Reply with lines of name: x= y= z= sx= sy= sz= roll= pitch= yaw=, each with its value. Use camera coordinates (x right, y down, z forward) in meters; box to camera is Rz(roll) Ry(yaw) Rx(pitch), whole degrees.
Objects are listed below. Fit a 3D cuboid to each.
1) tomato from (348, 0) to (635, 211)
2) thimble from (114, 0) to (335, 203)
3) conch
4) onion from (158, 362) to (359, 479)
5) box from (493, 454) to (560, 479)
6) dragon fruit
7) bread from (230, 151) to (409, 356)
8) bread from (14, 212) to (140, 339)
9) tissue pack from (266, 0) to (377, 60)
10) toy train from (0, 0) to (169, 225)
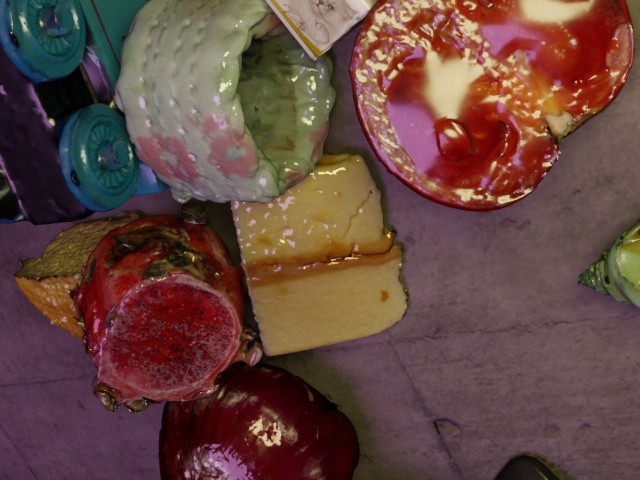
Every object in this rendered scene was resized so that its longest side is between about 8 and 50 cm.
tomato: x=0.136 y=-0.151 z=0.860 sx=0.200 sy=0.139 sz=0.233 roll=43 pitch=104 yaw=-7
thimble: x=-0.091 y=-0.137 z=1.002 sx=0.149 sy=0.185 sz=0.211 roll=8 pitch=101 yaw=32
conch: x=0.315 y=0.014 z=0.894 sx=0.201 sy=0.079 sz=0.095 roll=-29 pitch=89 yaw=29
onion: x=-0.076 y=0.250 z=1.283 sx=0.206 sy=0.216 sz=0.207 roll=-6 pitch=109 yaw=34
box: x=0.255 y=0.375 z=1.196 sx=0.201 sy=0.042 sz=0.212 roll=45 pitch=131 yaw=25
dragon fruit: x=-0.180 y=0.100 z=1.203 sx=0.147 sy=0.211 sz=0.282 roll=43 pitch=109 yaw=50
bread: x=0.000 y=0.000 z=1.162 sx=0.178 sy=0.135 sz=0.240 roll=-10 pitch=120 yaw=4
bread: x=-0.283 y=0.057 z=1.339 sx=0.229 sy=0.143 sz=0.139 roll=-1 pitch=119 yaw=42
tissue pack: x=-0.002 y=-0.257 z=0.907 sx=0.149 sy=0.106 sz=0.099 roll=51 pitch=136 yaw=-6
toy train: x=-0.267 y=-0.176 z=1.061 sx=0.188 sy=0.265 sz=0.300 roll=-7 pitch=116 yaw=28
